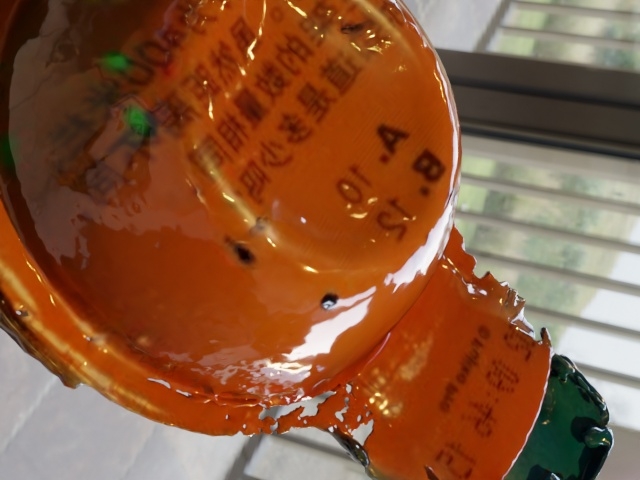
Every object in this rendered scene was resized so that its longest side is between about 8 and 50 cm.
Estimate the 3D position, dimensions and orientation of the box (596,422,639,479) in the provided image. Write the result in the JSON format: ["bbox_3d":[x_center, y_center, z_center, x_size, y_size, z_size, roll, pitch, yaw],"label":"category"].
[{"bbox_3d":[0.233,0.313,0.775,0.143,0.225,0.341,-27,101,-20],"label":"box"}]

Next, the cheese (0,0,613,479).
[{"bbox_3d":[0.000,0.000,0.415,0.329,0.129,0.217,46,57,-17],"label":"cheese"}]
